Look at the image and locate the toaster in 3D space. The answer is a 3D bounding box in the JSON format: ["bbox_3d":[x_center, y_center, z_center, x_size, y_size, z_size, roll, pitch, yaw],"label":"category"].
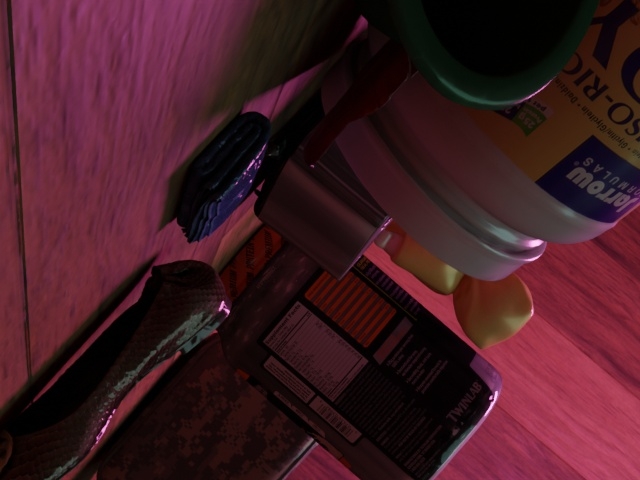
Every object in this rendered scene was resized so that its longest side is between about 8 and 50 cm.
[{"bbox_3d":[0.032,-0.069,1.196,0.185,0.110,0.168,-48,176,-25],"label":"toaster"}]

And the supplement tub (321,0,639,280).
[{"bbox_3d":[0.185,-0.149,0.971,0.331,0.241,0.241,-42,-179,26],"label":"supplement tub"}]

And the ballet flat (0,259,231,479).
[{"bbox_3d":[-0.164,0.098,1.006,0.250,0.058,0.084,-43,-150,-23],"label":"ballet flat"}]

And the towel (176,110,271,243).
[{"bbox_3d":[-0.063,-0.040,0.935,0.067,0.029,0.119,-50,177,-19],"label":"towel"}]

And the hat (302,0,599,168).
[{"bbox_3d":[0.044,-0.164,0.847,0.183,0.173,0.208,14,-109,51],"label":"hat"}]

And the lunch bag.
[{"bbox_3d":[-0.146,0.280,1.951,0.305,0.212,0.256,-49,176,-1],"label":"lunch bag"}]

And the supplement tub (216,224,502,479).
[{"bbox_3d":[0.028,0.124,1.568,0.193,0.316,0.193,-49,177,-4],"label":"supplement tub"}]

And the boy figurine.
[{"bbox_3d":[0.106,0.004,1.536,0.092,0.285,0.177,-51,180,15],"label":"boy figurine"}]
